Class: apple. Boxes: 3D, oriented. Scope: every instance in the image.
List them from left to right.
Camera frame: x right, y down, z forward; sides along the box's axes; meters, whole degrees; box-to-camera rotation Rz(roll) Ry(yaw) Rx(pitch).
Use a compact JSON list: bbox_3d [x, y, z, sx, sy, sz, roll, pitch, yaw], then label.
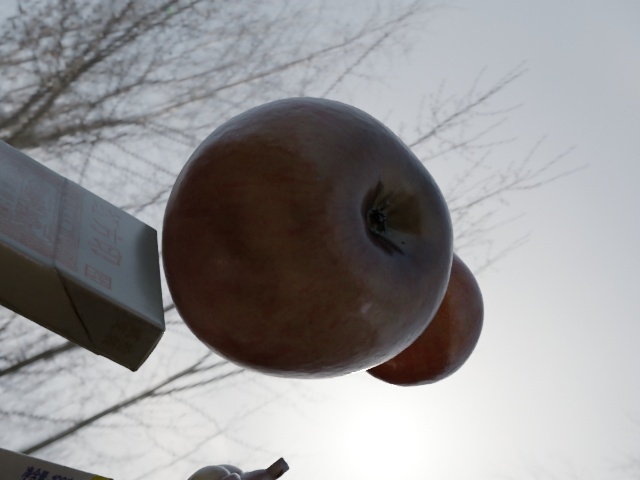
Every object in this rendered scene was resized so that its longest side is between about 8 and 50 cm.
[{"bbox_3d":[0.000,0.000,1.171,0.269,0.344,0.345,9,-64,43],"label":"apple"},{"bbox_3d":[0.112,0.083,1.406,0.209,0.209,0.164,38,-22,31],"label":"apple"}]

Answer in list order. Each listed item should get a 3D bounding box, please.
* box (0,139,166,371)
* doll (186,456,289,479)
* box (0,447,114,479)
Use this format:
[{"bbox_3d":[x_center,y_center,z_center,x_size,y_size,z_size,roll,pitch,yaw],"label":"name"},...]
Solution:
[{"bbox_3d":[-0.285,-0.043,0.810,0.051,0.365,0.204,-54,-159,12],"label":"box"},{"bbox_3d":[-0.196,0.344,1.216,0.094,0.365,0.160,57,-13,20],"label":"doll"},{"bbox_3d":[-0.263,0.233,0.802,0.265,0.097,0.168,8,-47,24],"label":"box"}]
